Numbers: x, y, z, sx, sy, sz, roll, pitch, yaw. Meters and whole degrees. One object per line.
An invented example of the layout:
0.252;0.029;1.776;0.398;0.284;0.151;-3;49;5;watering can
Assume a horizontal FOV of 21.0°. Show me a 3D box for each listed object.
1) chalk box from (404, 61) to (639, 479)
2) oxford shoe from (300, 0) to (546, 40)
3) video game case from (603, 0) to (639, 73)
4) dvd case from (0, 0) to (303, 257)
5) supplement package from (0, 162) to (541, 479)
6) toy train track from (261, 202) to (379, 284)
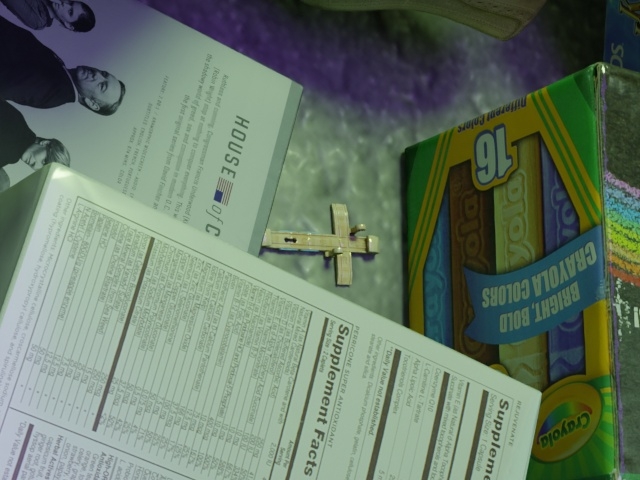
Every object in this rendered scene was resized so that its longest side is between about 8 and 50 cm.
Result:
0.168;0.075;0.973;0.180;0.179;0.289;10;73;-31;chalk box
-0.023;-0.188;0.956;0.348;0.130;0.123;15;39;-9;oxford shoe
0.265;-0.224;1.084;0.244;0.061;0.270;-43;146;-32;video game case
-0.131;-0.052;0.903;0.238;0.029;0.179;26;65;-25;dvd case
-0.075;0.125;0.788;0.262;0.199;0.198;26;65;-25;supplement package
0.000;0.000;0.982;0.083;0.014;0.048;3;76;-31;toy train track
